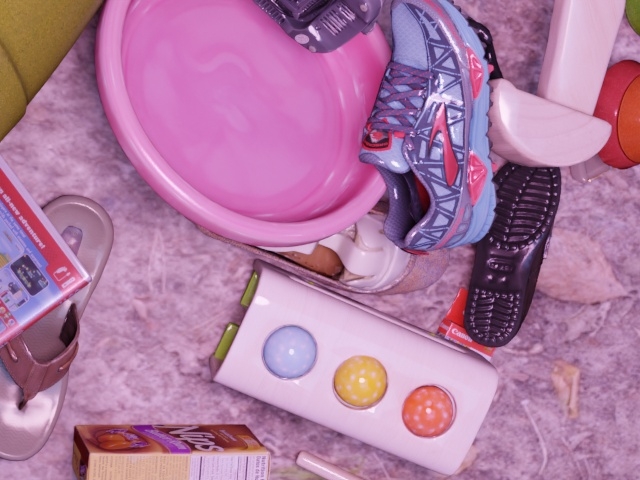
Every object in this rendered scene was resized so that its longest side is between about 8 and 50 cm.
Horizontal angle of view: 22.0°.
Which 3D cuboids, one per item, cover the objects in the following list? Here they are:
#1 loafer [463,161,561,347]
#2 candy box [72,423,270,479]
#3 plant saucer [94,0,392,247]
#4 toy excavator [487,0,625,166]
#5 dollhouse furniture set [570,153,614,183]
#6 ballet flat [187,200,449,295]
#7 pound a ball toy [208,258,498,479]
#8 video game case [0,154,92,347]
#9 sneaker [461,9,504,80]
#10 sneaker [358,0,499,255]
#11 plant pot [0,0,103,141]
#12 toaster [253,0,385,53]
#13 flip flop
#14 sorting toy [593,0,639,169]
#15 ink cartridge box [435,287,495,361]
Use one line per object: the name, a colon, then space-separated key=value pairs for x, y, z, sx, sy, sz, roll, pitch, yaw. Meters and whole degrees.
loafer: x=0.206 y=0.011 z=1.787 sx=0.080 sy=0.078 sz=0.220 roll=17 pitch=83 yaw=15
candy box: x=-0.155 y=0.226 z=1.692 sx=0.186 sy=0.109 sz=0.053 roll=3 pitch=99 yaw=-17
plant saucer: x=-0.074 y=-0.145 z=1.607 sx=0.332 sy=0.084 sz=0.332 roll=12 pitch=66 yaw=-28
toy excavator: x=0.214 y=-0.354 z=1.605 sx=0.445 sy=0.222 sz=0.433 roll=44 pitch=81 yaw=-12
dollhouse furniture set: x=0.290 y=-0.143 z=1.804 sx=0.076 sy=0.058 sz=0.152 roll=-27 pitch=125 yaw=-18
ballet flat: x=0.000 y=0.000 z=1.700 sx=0.316 sy=0.106 sz=0.107 roll=15 pitch=103 yaw=-18
pound a ball toy: x=0.039 y=0.180 z=1.709 sx=0.319 sy=0.136 sz=0.208 roll=24 pitch=96 yaw=-11
video game case: x=-0.396 y=0.042 z=1.598 sx=0.285 sy=0.025 sz=0.204 roll=-37 pitch=85 yaw=-7
sneaker: x=0.147 y=-0.126 z=1.721 sx=0.078 sy=0.106 sz=0.234 roll=-3 pitch=100 yaw=-17
sneaker: x=0.095 y=-0.109 z=1.564 sx=0.125 sy=0.104 sz=0.262 roll=-19 pitch=106 yaw=-31
plant pot: x=-0.313 y=-0.306 z=1.459 sx=0.353 sy=0.366 sz=0.366 roll=-48 pitch=109 yaw=-17
toaster: x=-0.017 y=-0.302 z=1.576 sx=0.227 sy=0.129 sz=0.146 roll=41 pitch=51 yaw=-13
flip flop: x=-0.280 y=0.088 z=1.647 sx=0.112 sy=0.080 sz=0.277 roll=22 pitch=92 yaw=-18
sorting toy: x=0.398 y=-0.247 z=1.742 sx=0.127 sy=0.126 sz=0.365 roll=13 pitch=90 yaw=-46
ink cartridge box: x=0.156 y=0.117 z=1.805 sx=0.063 sy=0.029 sz=0.115 roll=27 pitch=92 yaw=-18
